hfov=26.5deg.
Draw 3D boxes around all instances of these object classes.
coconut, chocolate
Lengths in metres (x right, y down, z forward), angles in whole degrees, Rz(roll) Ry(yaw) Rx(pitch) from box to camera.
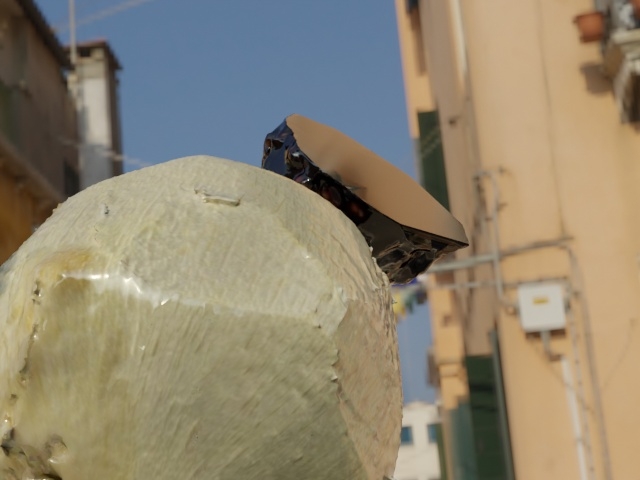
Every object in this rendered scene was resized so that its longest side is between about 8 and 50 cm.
[{"bbox_3d":[-0.104,0.119,1.005,0.346,0.346,0.360,-6,23,3],"label":"coconut"},{"bbox_3d":[0.000,0.000,1.381,0.224,0.206,0.177,17,-66,-52],"label":"chocolate"}]
